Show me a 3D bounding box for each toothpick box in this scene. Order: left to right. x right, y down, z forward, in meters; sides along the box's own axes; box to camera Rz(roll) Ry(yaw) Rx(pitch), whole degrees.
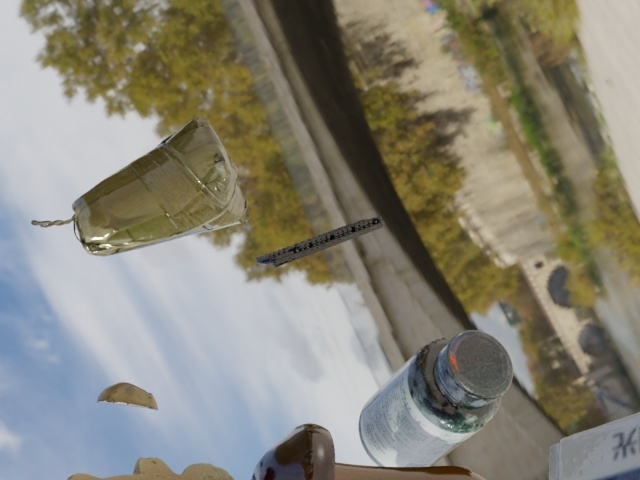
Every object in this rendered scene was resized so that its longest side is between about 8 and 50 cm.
[{"bbox_3d":[0.057,0.332,1.258,0.294,0.192,0.192,12,-151,-13],"label":"toothpick box"}]

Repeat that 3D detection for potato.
[{"bbox_3d":[-0.285,0.232,1.559,0.037,0.093,0.036,148,131,-65],"label":"potato"}]

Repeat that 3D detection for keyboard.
[{"bbox_3d":[0.000,0.000,1.478,0.060,0.195,0.018,2,108,56],"label":"keyboard"}]

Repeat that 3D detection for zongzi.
[{"bbox_3d":[-0.158,-0.013,1.005,0.081,0.189,0.178,54,171,25],"label":"zongzi"}]

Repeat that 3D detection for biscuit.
[{"bbox_3d":[-0.207,0.341,1.353,0.234,0.030,0.153,-4,-144,-47],"label":"biscuit"}]

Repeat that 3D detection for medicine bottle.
[{"bbox_3d":[0.167,0.233,1.499,0.141,0.141,0.293,66,151,20],"label":"medicine bottle"}]

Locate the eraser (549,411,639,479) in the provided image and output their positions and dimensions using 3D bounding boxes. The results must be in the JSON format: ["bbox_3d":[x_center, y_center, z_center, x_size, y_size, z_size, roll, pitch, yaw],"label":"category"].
[{"bbox_3d":[0.283,0.165,0.693,0.081,0.279,0.124,30,-131,-27],"label":"eraser"}]
